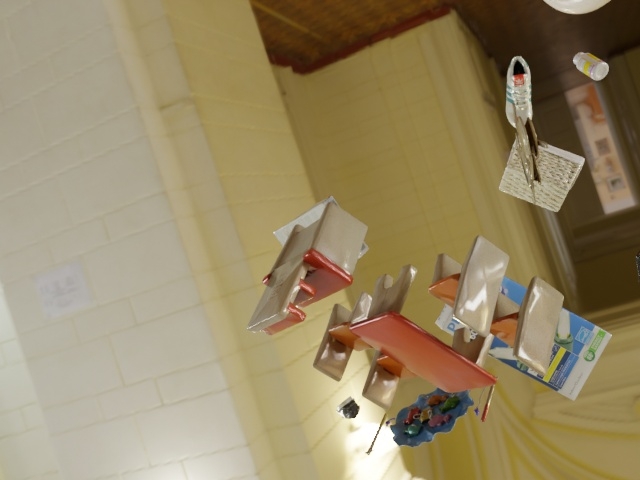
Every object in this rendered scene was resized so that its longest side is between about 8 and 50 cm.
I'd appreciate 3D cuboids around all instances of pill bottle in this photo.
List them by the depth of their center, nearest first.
[{"bbox_3d":[0.615,-0.400,1.612,0.043,0.043,0.083,-18,-140,-9],"label":"pill bottle"}]

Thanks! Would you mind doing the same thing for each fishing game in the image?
[{"bbox_3d":[0.211,0.325,1.358,0.264,0.041,0.189,-26,-169,32],"label":"fishing game"}]

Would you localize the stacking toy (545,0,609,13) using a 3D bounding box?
[{"bbox_3d":[0.758,-0.721,1.647,0.480,0.350,0.350,-11,176,-22],"label":"stacking toy"}]

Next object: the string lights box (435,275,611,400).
[{"bbox_3d":[0.348,0.153,1.228,0.133,0.260,0.077,-62,-179,3],"label":"string lights box"}]

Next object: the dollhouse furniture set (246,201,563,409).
[{"bbox_3d":[0.066,0.092,0.734,0.262,0.259,0.135,-32,-150,53],"label":"dollhouse furniture set"}]

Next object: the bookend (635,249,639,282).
[{"bbox_3d":[0.843,0.038,1.653,0.157,0.072,0.156,-1,-158,40],"label":"bookend"}]

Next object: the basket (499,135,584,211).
[{"bbox_3d":[0.522,-0.157,1.684,0.103,0.167,0.113,-60,164,-27],"label":"basket"}]

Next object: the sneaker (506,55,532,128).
[{"bbox_3d":[0.433,-0.327,1.549,0.057,0.161,0.075,-2,168,19],"label":"sneaker"}]

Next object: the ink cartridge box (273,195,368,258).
[{"bbox_3d":[0.000,0.000,1.542,0.179,0.145,0.045,-27,-169,46],"label":"ink cartridge box"}]

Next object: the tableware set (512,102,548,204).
[{"bbox_3d":[0.399,-0.164,1.323,0.039,0.128,0.194,-15,153,12],"label":"tableware set"}]

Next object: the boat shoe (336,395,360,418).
[{"bbox_3d":[0.060,0.341,1.421,0.046,0.038,0.125,-35,164,-11],"label":"boat shoe"}]
